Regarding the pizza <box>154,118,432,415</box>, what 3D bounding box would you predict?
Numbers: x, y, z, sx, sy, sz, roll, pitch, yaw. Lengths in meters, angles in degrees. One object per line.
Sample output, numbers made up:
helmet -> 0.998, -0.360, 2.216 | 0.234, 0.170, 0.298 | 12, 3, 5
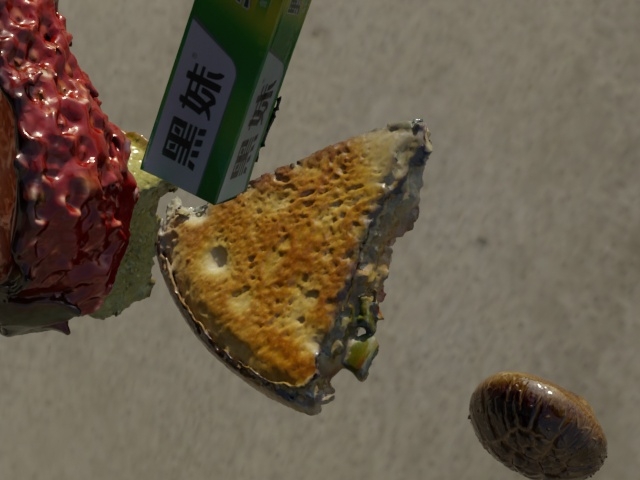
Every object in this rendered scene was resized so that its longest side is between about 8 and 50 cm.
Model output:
pizza -> 0.000, 0.000, 1.230 | 0.195, 0.052, 0.185 | -44, 61, 2

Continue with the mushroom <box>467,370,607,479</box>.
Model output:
mushroom -> 0.187, 0.163, 1.704 | 0.126, 0.109, 0.085 | 9, 79, 42

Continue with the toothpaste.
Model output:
toothpaste -> -0.028, -0.104, 0.850 | 0.043, 0.178, 0.037 | 26, 20, 15

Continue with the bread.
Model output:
bread -> -0.178, -0.025, 1.513 | 0.125, 0.156, 0.086 | 38, 47, 21

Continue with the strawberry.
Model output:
strawberry -> -0.168, -0.062, 1.195 | 0.111, 0.190, 0.237 | -4, 92, -28
